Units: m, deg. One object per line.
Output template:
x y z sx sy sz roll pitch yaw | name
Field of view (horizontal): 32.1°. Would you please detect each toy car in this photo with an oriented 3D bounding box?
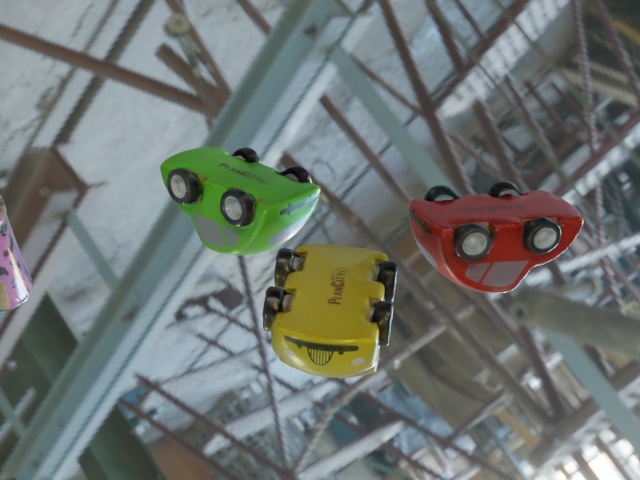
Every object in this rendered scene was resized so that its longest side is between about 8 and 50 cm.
0.000 0.000 0.632 0.239 0.225 0.053 -24 127 -45 | toy car

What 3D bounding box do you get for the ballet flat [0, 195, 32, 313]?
-0.231 -0.054 0.587 0.079 0.221 0.077 -50 180 17 | ballet flat
